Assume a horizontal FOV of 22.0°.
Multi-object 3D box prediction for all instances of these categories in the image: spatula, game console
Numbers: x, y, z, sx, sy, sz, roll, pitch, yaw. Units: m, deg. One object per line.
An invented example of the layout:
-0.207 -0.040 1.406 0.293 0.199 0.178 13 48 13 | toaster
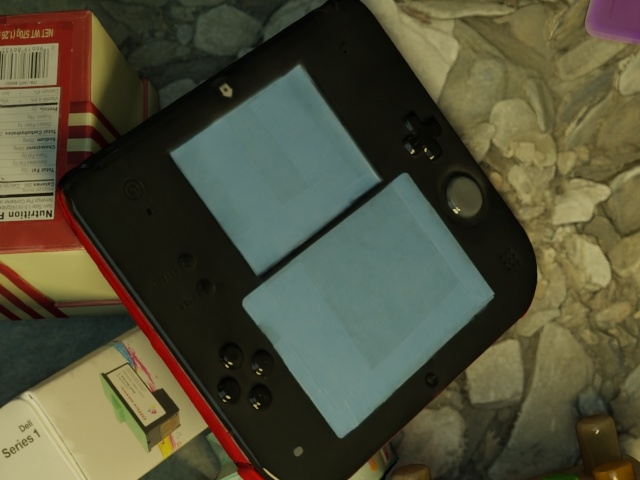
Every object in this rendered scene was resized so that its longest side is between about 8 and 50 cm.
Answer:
0.397 -0.199 1.521 0.296 0.030 0.084 14 92 7 | spatula
0.000 0.000 1.439 0.386 0.060 0.342 -38 99 -36 | game console

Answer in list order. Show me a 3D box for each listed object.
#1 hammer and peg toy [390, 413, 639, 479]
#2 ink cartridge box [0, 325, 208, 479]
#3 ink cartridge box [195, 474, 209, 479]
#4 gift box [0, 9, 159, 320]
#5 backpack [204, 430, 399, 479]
0.141 0.264 1.432 0.361 0.266 0.127 -14 98 -7 | hammer and peg toy
-0.221 0.180 1.474 0.201 0.278 0.117 -34 89 28 | ink cartridge box
-0.147 0.297 1.585 0.056 0.099 0.135 44 96 5 | ink cartridge box
-0.267 -0.074 1.510 0.255 0.258 0.276 2 74 9 | gift box
-0.023 0.205 1.514 0.166 0.188 0.144 -28 95 8 | backpack
